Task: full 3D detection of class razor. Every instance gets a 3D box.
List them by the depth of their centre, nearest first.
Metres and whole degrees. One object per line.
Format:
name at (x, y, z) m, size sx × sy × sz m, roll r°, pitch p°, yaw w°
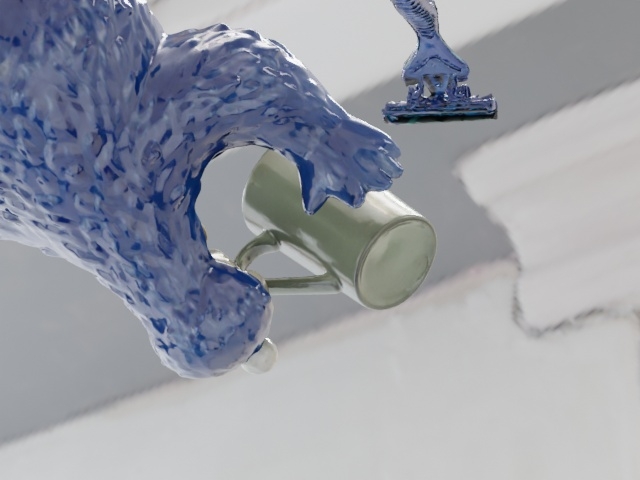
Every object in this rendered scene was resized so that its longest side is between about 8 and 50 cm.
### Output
razor at (0.067, -0.162, 1.141) m, size 0.093 × 0.324 × 0.056 m, roll -3°, pitch -106°, yaw 11°

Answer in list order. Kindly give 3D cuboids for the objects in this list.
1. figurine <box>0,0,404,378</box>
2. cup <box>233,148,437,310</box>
figurine at (-0.103, -0.045, 0.661) m, size 0.164 × 0.262 × 0.121 m, roll -44°, pitch -178°, yaw 31°
cup at (0.001, -0.005, 0.710) m, size 0.075 × 0.054 × 0.083 m, roll -20°, pitch -142°, yaw -32°
